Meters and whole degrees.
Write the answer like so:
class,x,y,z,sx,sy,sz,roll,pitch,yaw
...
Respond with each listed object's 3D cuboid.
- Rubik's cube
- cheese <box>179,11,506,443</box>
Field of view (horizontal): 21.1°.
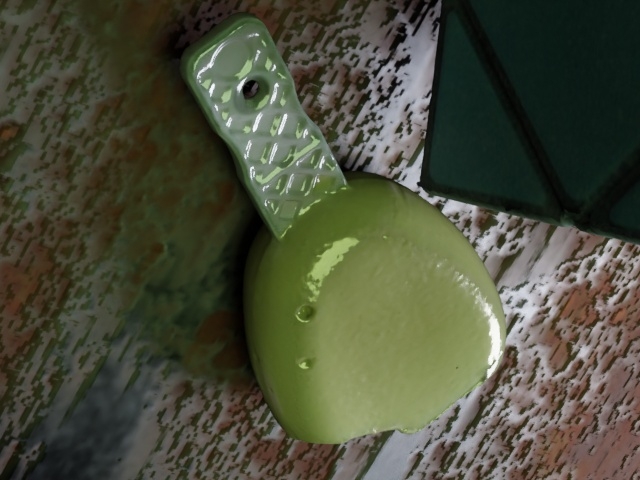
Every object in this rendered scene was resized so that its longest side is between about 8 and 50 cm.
class,x,y,z,sx,sy,sz,roll,pitch,yaw
Rubik's cube,0.188,-0.099,0.713,0.207,0.205,0.205,0,100,-37
cheese,0.000,0.000,0.781,0.127,0.050,0.255,-38,132,-8
